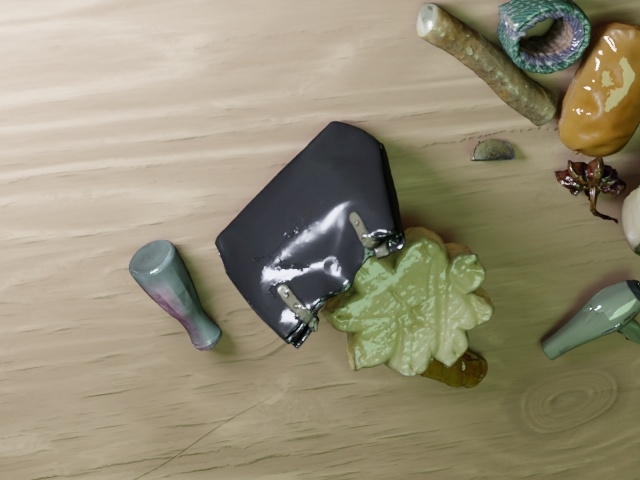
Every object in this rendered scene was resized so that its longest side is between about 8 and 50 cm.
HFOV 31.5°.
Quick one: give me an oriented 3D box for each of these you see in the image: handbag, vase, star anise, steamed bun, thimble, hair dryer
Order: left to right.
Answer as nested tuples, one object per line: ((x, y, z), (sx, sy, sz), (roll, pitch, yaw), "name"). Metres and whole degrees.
((-0.240, 0.100, 1.938), (0.086, 0.086, 0.214), (-27, 128, 3), "vase")
((0.000, 0.000, 1.808), (0.152, 0.288, 0.342), (34, 109, -34), "handbag")
((0.140, 0.097, 1.989), (0.292, 0.137, 0.295), (33, 105, -24), "steamed bun")
((0.353, -0.333, 1.805), (0.135, 0.090, 0.118), (-12, 123, -6), "thimble")
((0.487, -0.087, 2.000), (0.097, 0.070, 0.190), (-25, 142, 30), "star anise")
((0.535, 0.181, 2.188), (0.219, 0.088, 0.225), (-22, 139, 9), "hair dryer")

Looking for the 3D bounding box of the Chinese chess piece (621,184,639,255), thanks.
((0.652, -0.049, 1.979), (0.249, 0.103, 0.250), (-7, 162, -2), "Chinese chess piece")

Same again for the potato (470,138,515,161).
((0.286, -0.153, 1.937), (0.093, 0.036, 0.037), (-3, 86, -32), "potato")

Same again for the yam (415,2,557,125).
((0.271, -0.284, 1.834), (0.299, 0.066, 0.066), (33, 109, -27), "yam")

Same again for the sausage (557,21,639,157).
((0.478, -0.244, 1.873), (0.136, 0.120, 0.241), (13, 118, -4), "sausage")

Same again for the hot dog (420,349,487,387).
((0.190, 0.217, 2.123), (0.286, 0.061, 0.088), (17, 127, -21), "hot dog")
